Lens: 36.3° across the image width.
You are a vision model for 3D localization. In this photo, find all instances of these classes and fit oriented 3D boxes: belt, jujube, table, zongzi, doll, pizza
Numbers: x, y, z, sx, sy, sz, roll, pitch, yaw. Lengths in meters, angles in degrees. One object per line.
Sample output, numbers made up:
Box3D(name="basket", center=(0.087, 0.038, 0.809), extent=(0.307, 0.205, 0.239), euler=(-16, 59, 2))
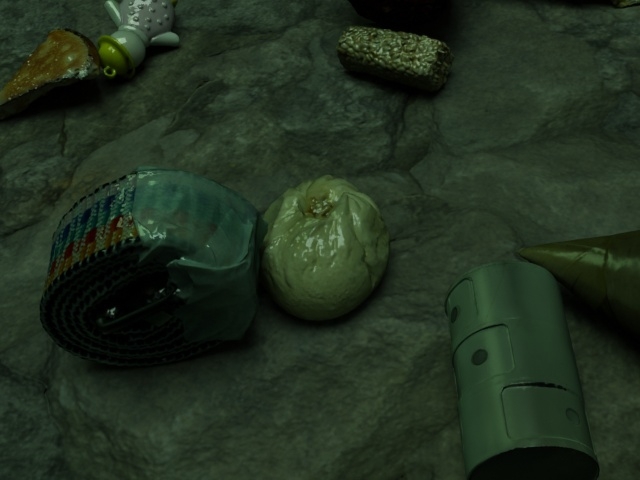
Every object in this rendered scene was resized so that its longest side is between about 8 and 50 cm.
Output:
Box3D(name="belt", center=(-0.183, 0.035, 1.090), extent=(0.257, 0.207, 0.150), euler=(-23, 46, 20))
Box3D(name="jujube", center=(0.120, -0.422, 1.421), extent=(0.213, 0.232, 0.213), euler=(0, 91, 5))
Box3D(name="table", center=(0.197, 0.142, 0.985), extent=(0.126, 0.126, 0.220), euler=(-5, 49, 5))
Box3D(name="zongzi", center=(0.414, 0.009, 1.067), extent=(0.274, 0.145, 0.300), euler=(-33, 45, -25))
Box3D(name="doll", center=(-0.286, -0.326, 1.523), extent=(0.129, 0.081, 0.207), euler=(29, 57, -8))
Box3D(name="pizza", center=(-0.423, -0.240, 1.480), extent=(0.195, 0.052, 0.185), euler=(-37, 40, -6))

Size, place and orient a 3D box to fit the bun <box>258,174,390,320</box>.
Box3D(name="bun", center=(0.000, 0.000, 1.157), extent=(0.164, 0.111, 0.188), euler=(12, 55, 24))

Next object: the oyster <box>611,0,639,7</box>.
Box3D(name="oyster", center=(0.369, -0.426, 1.505), extent=(0.294, 0.094, 0.166), euler=(32, 50, 10))

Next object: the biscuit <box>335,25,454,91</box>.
Box3D(name="biscuit", center=(0.106, -0.264, 1.405), extent=(0.168, 0.082, 0.070), euler=(18, 79, 23))
